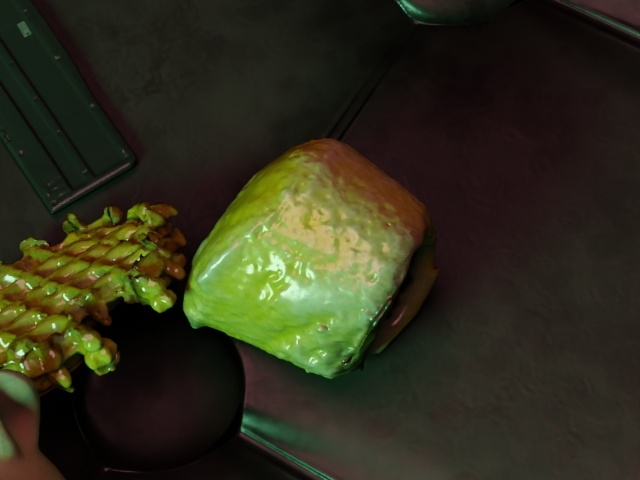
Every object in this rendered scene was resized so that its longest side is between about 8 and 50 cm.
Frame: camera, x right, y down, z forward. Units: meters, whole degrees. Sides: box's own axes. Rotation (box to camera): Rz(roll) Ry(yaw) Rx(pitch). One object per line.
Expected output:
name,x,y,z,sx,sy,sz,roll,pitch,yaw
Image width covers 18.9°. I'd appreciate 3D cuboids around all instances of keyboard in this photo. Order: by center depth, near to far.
keyboard,-0.303,-0.186,1.782,0.103,0.041,0.381,-31,70,-11

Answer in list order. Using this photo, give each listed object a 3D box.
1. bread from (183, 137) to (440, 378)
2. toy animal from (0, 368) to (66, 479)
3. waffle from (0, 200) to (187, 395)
bread,-0.007,0.019,1.562,0.170,0.197,0.197,33,71,12
toy animal,-0.326,0.236,1.430,0.326,0.237,0.269,28,49,-18
waffle,-0.215,0.050,1.574,0.228,0.051,0.232,-23,28,15
